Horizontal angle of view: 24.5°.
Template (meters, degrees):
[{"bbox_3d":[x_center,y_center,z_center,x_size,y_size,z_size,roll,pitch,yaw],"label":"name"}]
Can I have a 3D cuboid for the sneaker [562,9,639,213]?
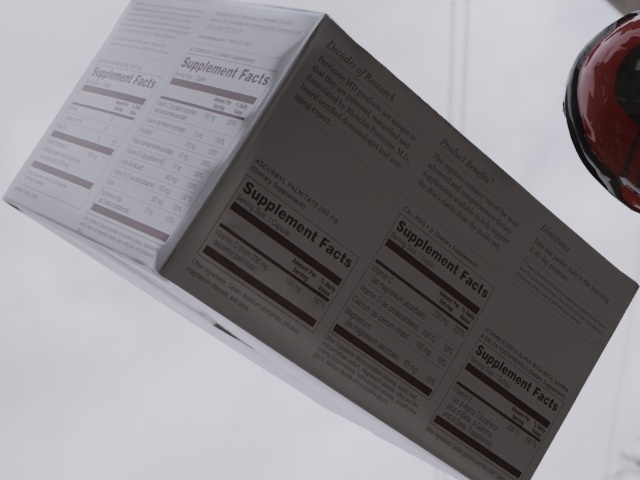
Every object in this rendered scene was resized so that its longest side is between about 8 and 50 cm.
[{"bbox_3d":[0.213,-0.028,0.467,0.135,0.276,0.097,40,-113,-78],"label":"sneaker"}]

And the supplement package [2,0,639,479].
[{"bbox_3d":[0.000,0.000,0.802,0.262,0.204,0.145,37,-99,-33],"label":"supplement package"}]
